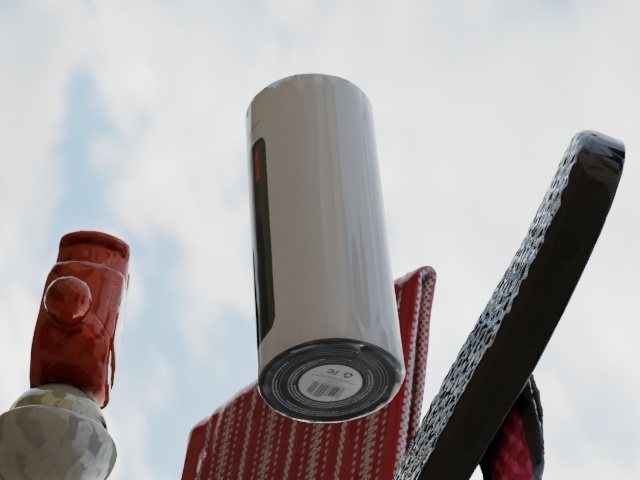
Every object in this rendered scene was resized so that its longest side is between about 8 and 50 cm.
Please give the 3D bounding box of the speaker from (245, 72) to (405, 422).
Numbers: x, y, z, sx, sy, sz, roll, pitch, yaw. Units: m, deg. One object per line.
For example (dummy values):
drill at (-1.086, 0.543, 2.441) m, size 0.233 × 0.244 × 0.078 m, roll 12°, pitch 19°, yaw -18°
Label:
speaker at (0.000, 0.000, 0.683) m, size 0.055 × 0.055 × 0.136 m, roll -50°, pitch -147°, yaw 42°

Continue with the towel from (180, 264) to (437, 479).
towel at (-0.020, 0.151, 1.076) m, size 0.275 × 0.031 × 0.199 m, roll -38°, pitch -146°, yaw 45°

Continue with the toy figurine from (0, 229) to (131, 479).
toy figurine at (-0.212, 0.053, 0.834) m, size 0.213 × 0.209 × 0.148 m, roll -25°, pitch -141°, yaw 30°

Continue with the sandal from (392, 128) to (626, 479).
sandal at (0.042, 0.060, 0.432) m, size 0.040 × 0.067 × 0.179 m, roll 26°, pitch -81°, yaw -1°
